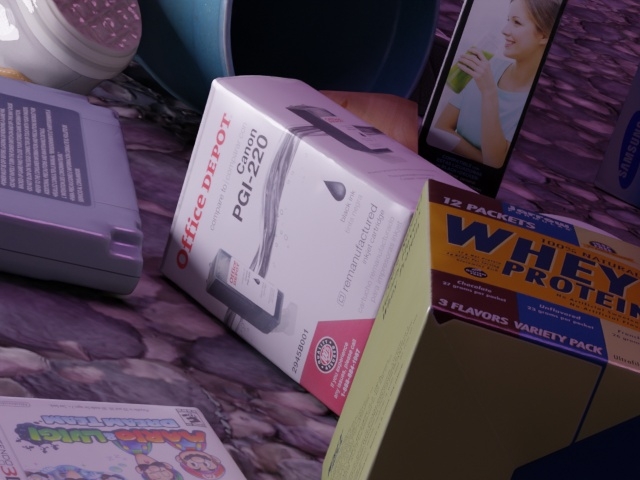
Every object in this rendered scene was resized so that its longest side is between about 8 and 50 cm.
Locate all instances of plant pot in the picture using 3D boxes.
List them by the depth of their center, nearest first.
[{"bbox_3d":[-0.073,-0.232,1.628,0.255,0.272,0.271,19,15,41],"label":"plant pot"}]

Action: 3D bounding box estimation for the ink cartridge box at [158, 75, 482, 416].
[{"bbox_3d":[0.000,0.000,1.197,0.092,0.159,0.218,-1,27,-42],"label":"ink cartridge box"}]

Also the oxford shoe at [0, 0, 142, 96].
[{"bbox_3d":[-0.267,-0.291,1.580,0.169,0.130,0.449,21,40,-38],"label":"oxford shoe"}]

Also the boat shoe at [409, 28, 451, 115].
[{"bbox_3d":[0.028,-0.234,1.916,0.320,0.118,0.103,23,14,2],"label":"boat shoe"}]

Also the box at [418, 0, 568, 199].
[{"bbox_3d":[0.158,-0.164,1.578,0.087,0.290,0.169,20,21,3],"label":"box"}]

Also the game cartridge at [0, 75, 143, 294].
[{"bbox_3d":[-0.239,-0.054,1.287,0.198,0.062,0.297,9,22,-14],"label":"game cartridge"}]

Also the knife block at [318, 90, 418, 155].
[{"bbox_3d":[0.040,-0.039,1.442,0.275,0.088,0.242,-2,29,-45],"label":"knife block"}]

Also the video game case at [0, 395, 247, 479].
[{"bbox_3d":[-0.113,0.131,0.959,0.157,0.019,0.143,7,23,-30],"label":"video game case"}]

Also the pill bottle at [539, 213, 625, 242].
[{"bbox_3d":[0.137,0.076,1.102,0.094,0.169,0.094,17,20,-6],"label":"pill bottle"}]

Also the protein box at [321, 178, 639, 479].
[{"bbox_3d":[0.089,0.104,0.942,0.136,0.200,0.201,18,19,-3],"label":"protein box"}]

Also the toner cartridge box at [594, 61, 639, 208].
[{"bbox_3d":[0.406,-0.208,1.828,0.075,0.348,0.165,28,21,27],"label":"toner cartridge box"}]
